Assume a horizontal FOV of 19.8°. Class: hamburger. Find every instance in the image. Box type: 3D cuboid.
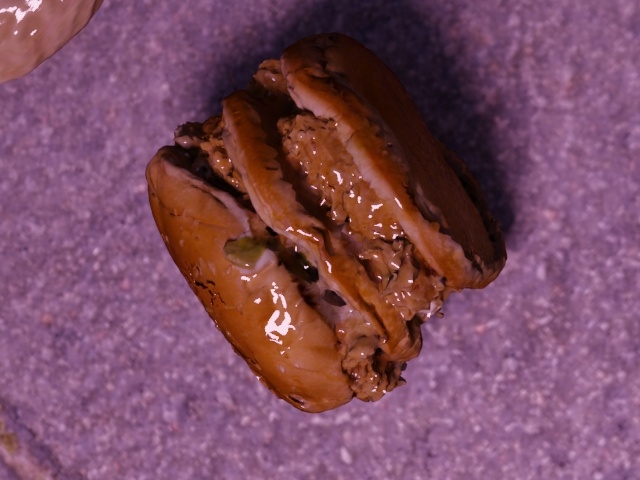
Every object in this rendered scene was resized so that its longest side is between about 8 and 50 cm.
[{"bbox_3d":[0.008,-0.001,1.314,0.211,0.245,0.260,-35,121,8],"label":"hamburger"}]

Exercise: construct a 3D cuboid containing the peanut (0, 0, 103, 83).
[{"bbox_3d":[-0.269,-0.242,1.446,0.197,0.110,0.233,-44,81,15],"label":"peanut"}]
